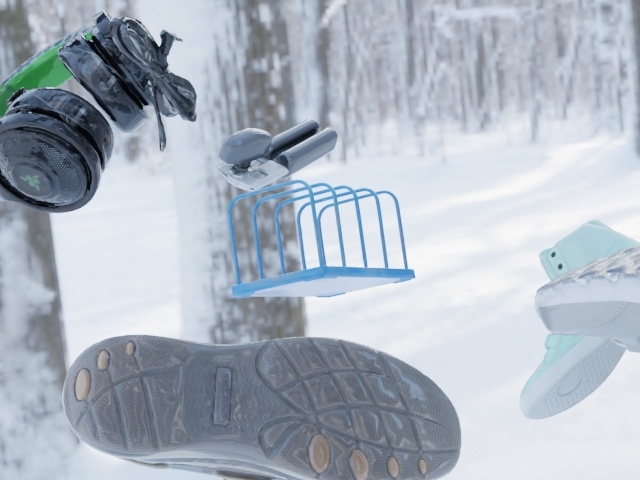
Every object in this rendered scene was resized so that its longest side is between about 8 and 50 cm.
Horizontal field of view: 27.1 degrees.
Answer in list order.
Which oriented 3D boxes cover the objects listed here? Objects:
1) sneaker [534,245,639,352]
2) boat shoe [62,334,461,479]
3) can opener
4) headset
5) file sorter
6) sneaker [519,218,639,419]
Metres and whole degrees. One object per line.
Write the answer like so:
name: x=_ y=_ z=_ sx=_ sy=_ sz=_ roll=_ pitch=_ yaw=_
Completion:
sneaker: x=0.264 y=0.066 z=0.852 sx=0.281 sy=0.115 sz=0.105 roll=3 pitch=17 yaw=40
boat shoe: x=-0.051 y=0.154 z=1.196 sx=0.355 sy=0.132 sz=0.130 roll=11 pitch=-17 yaw=-8
can opener: x=-0.061 y=-0.142 z=2.087 sx=0.074 sy=0.093 sz=0.280 roll=31 pitch=29 yaw=19
headset: x=-0.269 y=-0.162 z=1.439 sx=0.394 sy=0.185 sz=0.243 roll=8 pitch=53 yaw=47
file sorter: x=0.000 y=0.000 z=1.392 sx=0.118 sy=0.104 sz=0.170 roll=-13 pitch=-10 yaw=35
sneaker: x=0.309 y=0.095 z=1.657 sx=0.151 sy=0.256 sz=0.094 roll=44 pitch=9 yaw=39
